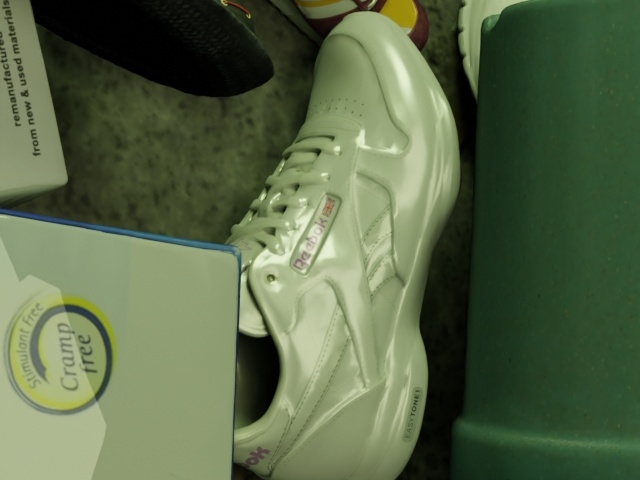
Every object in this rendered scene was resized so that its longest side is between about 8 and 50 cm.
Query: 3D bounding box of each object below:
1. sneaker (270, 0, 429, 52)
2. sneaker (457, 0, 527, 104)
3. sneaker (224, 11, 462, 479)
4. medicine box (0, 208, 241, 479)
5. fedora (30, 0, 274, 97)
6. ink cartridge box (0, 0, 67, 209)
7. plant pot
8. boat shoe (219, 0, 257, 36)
[{"bbox_3d":[0.009,-0.177,1.041,0.185,0.084,0.069,29,67,-26],"label":"sneaker"},{"bbox_3d":[0.199,-0.195,1.145,0.111,0.129,0.297,43,63,-23],"label":"sneaker"},{"bbox_3d":[0.000,0.000,0.983,0.152,0.114,0.305,12,77,-32],"label":"sneaker"},{"bbox_3d":[-0.171,0.140,0.741,0.149,0.289,0.263,9,77,-32],"label":"medicine box"},{"bbox_3d":[-0.140,-0.213,0.801,0.334,0.334,0.152,33,83,-25],"label":"fedora"},{"bbox_3d":[-0.291,-0.043,0.745,0.278,0.201,0.117,-11,88,-34],"label":"ink cartridge box"},{"bbox_3d":[0.230,0.022,0.973,0.341,0.341,0.334,-2,91,-34],"label":"plant pot"},{"bbox_3d":[-0.100,-0.137,0.988,0.133,0.049,0.042,15,45,-24],"label":"boat shoe"}]
